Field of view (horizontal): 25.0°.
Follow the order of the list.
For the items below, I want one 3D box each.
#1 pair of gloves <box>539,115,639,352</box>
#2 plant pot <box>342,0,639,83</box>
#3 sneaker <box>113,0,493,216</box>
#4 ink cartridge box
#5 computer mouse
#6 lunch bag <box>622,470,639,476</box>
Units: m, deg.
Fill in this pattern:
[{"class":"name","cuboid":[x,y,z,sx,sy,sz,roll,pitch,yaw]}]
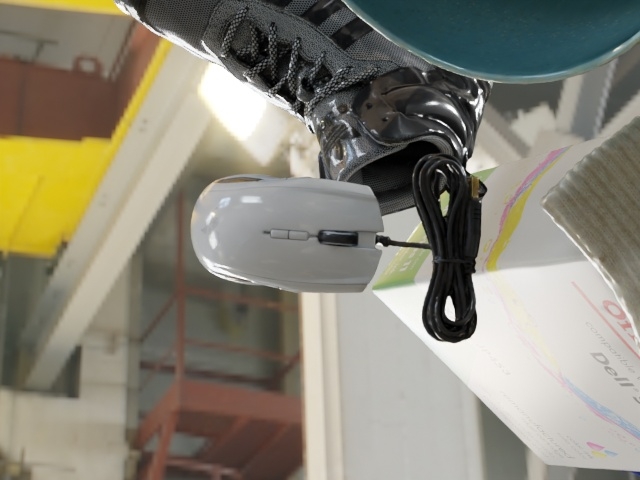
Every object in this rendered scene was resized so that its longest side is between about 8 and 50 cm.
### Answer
[{"class":"pair of gloves","cuboid":[0.258,-0.007,0.712,0.240,0.204,0.042,-33,3,15]},{"class":"plant pot","cuboid":[0.121,-0.245,0.686,0.195,0.290,0.290,-32,-13,-34]},{"class":"sneaker","cuboid":[-0.006,-0.103,0.910,0.269,0.153,0.101,18,-46,-18]},{"class":"ink cartridge box","cuboid":[0.207,0.044,0.919,0.207,0.119,0.353,45,-21,-13]},{"class":"computer mouse","cuboid":[0.000,0.000,0.841,0.193,0.106,0.042,3,2,26]},{"class":"lunch bag","cuboid":[0.327,0.161,1.404,0.151,0.129,0.096,18,-35,29]}]
